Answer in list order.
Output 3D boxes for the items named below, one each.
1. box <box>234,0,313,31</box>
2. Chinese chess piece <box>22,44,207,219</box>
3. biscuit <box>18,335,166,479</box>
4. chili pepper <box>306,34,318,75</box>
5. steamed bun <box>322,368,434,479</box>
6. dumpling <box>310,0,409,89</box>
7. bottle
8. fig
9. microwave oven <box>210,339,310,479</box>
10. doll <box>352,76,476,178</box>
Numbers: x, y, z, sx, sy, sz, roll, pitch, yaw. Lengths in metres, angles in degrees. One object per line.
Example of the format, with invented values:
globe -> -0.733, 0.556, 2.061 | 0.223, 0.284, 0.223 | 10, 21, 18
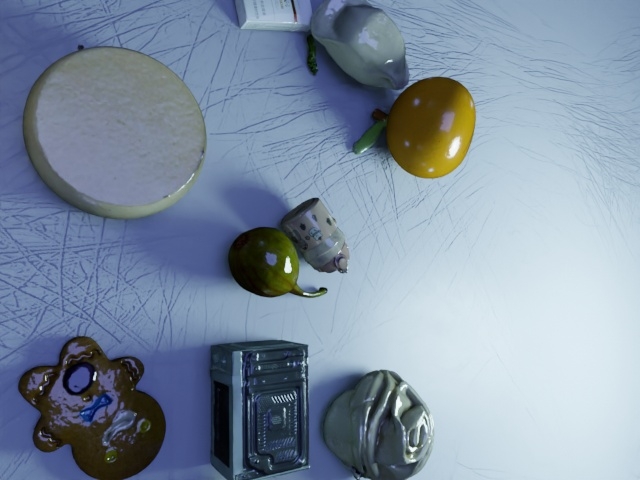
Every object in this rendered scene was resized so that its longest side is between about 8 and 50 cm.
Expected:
box -> -0.091, -0.463, 0.984 | 0.154, 0.040, 0.084 | -12, 89, -32
Chinese chess piece -> -0.314, -0.167, 0.786 | 0.273, 0.102, 0.273 | 2, 85, -30
biscuit -> -0.338, 0.263, 0.767 | 0.180, 0.039, 0.236 | -44, 109, -28
chili pepper -> -0.016, -0.383, 1.028 | 0.022, 0.027, 0.083 | -5, 89, -27
steamed bun -> 0.134, 0.371, 0.970 | 0.211, 0.144, 0.218 | -44, 106, -26
dumpling -> 0.098, -0.412, 1.038 | 0.250, 0.132, 0.162 | 30, 74, -22
bottle -> -0.001, 0.001, 0.959 | 0.099, 0.099, 0.152 | -45, 108, -26
fig -> -0.067, 0.065, 0.918 | 0.236, 0.124, 0.124 | 41, 65, -41
microwave oven -> -0.101, 0.281, 0.853 | 0.162, 0.122, 0.208 | 2, 84, -30
doll -> 0.207, -0.247, 1.065 | 0.236, 0.213, 0.213 | 16, 72, 15
